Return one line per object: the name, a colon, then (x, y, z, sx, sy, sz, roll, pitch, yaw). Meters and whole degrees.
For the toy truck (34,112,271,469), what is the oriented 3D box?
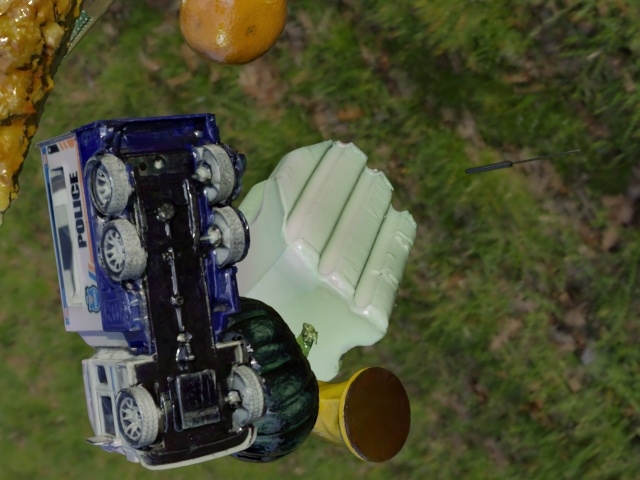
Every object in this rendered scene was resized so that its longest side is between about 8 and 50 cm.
toy truck: (-0.140, 0.040, 1.053, 0.155, 0.124, 0.268, -6, 91, 53)

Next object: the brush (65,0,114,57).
brush: (-0.329, -0.337, 1.901, 0.034, 0.190, 0.027, 14, 148, 36)

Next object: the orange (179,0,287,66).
orange: (-0.122, -0.317, 1.813, 0.124, 0.156, 0.156, 47, 144, 43)

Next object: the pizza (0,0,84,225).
pizza: (-0.344, -0.171, 1.097, 0.087, 0.257, 0.268, 161, 127, -76)

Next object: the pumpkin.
pumpkin: (-0.082, 0.154, 1.455, 0.194, 0.150, 0.194, -23, 64, 59)

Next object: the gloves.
gloves: (-0.033, 0.225, 1.695, 0.294, 0.116, 0.133, -7, 128, 44)

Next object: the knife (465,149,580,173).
knife: (0.274, -0.107, 1.789, 0.170, 0.023, 0.010, -9, 90, 34)

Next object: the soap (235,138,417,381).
soap: (0.000, 0.000, 2.042, 0.261, 0.446, 0.156, 41, 116, -8)
